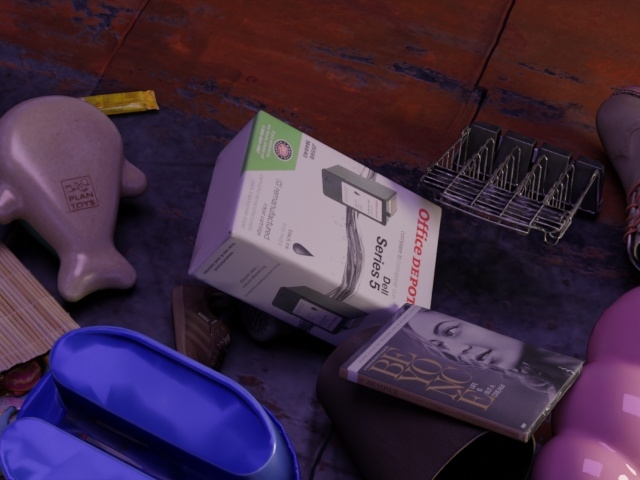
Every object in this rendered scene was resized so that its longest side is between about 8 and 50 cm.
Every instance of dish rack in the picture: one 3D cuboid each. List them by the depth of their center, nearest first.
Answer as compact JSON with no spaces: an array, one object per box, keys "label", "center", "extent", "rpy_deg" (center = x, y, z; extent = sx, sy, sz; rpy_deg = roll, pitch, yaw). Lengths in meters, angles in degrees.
[{"label":"dish rack","center":[0.239,-0.064,2.070],"extent":[0.208,0.074,0.271],"rpy_deg":[19,27,15]}]

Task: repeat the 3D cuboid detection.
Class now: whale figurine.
[{"label":"whale figurine","center":[-0.325,-0.045,2.081],"extent":[0.216,0.141,0.272],"rpy_deg":[-15,75,-28]}]

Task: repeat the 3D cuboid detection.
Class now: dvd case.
[{"label":"dvd case","center":[0.155,0.139,1.794],"extent":[0.221,0.018,0.164],"rpy_deg":[17,32,24]}]

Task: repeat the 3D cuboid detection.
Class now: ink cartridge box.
[{"label":"ink cartridge box","center":[0.000,0.000,1.970],"extent":[0.273,0.115,0.198],"rpy_deg":[27,48,-19]}]

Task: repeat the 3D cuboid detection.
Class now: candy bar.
[{"label":"candy bar","center":[-0.304,-0.184,2.250],"extent":[0.161,0.018,0.040],"rpy_deg":[-8,47,-8]}]

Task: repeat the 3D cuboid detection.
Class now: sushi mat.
[{"label":"sushi mat","center":[-0.422,0.065,1.995],"extent":[0.151,0.019,0.316],"rpy_deg":[-28,44,-23]}]

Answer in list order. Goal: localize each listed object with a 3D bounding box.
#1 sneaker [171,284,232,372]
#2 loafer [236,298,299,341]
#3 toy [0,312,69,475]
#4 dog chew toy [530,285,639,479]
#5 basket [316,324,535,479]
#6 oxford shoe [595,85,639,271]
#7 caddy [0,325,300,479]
[{"label":"sneaker","center":[-0.139,0.126,1.967],"extent":[0.071,0.066,0.188],"rpy_deg":[-4,51,-7]},{"label":"loafer","center":[-0.070,0.018,2.058],"extent":[0.087,0.094,0.251],"rpy_deg":[4,55,-31]},{"label":"toy","center":[-0.371,0.165,1.932],"extent":[0.137,0.056,0.237],"rpy_deg":[-1,50,-4]},{"label":"dog chew toy","center":[0.356,0.201,1.846],"extent":[0.206,0.206,0.332],"rpy_deg":[31,63,22]},{"label":"basket","center":[0.104,0.214,1.844],"extent":[0.154,0.204,0.227],"rpy_deg":[6,30,-40]},{"label":"oxford shoe","center":[0.440,-0.045,2.070],"extent":[0.146,0.140,0.397],"rpy_deg":[-11,50,-25]},{"label":"caddy","center":[-0.188,0.244,1.799],"extent":[0.341,0.179,0.241],"rpy_deg":[26,75,13]}]
